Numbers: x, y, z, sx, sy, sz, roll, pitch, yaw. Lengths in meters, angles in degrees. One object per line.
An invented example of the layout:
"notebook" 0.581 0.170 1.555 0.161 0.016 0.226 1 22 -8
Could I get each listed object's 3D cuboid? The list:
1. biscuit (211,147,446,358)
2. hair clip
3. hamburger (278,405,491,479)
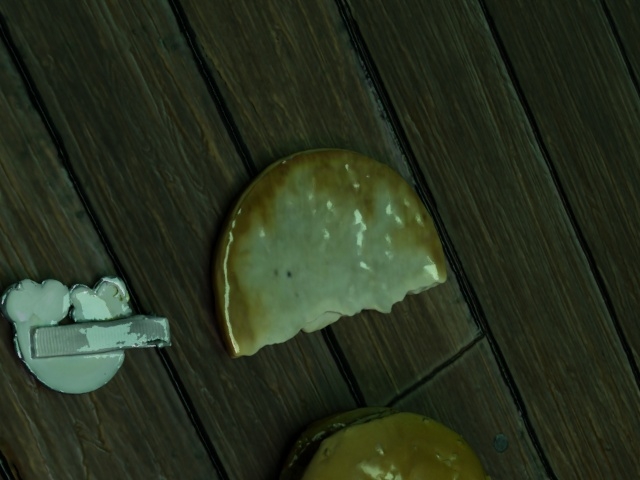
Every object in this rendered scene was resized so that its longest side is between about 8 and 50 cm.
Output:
"biscuit" 0.000 0.000 1.494 0.308 0.040 0.205 -18 96 -34
"hair clip" -0.235 0.094 1.329 0.172 0.049 0.116 -3 83 -31
"hamburger" 0.072 0.330 1.444 0.318 0.158 0.319 2 86 -35
